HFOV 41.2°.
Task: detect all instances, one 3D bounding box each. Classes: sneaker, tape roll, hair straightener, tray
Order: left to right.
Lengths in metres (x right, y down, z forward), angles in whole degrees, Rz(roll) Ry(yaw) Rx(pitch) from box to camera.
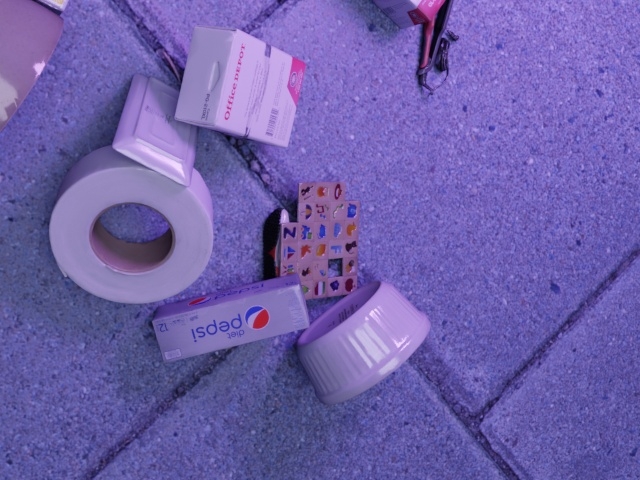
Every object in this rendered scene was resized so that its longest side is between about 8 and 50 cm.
[{"bbox_3d":[-0.333,-0.027,1.516,0.286,0.100,0.286,-4,124,-5],"label":"tape roll"},{"bbox_3d":[-0.277,-0.207,1.498,0.145,0.270,0.030,27,122,-21],"label":"tray"},{"bbox_3d":[-0.071,0.014,1.712,0.075,0.057,0.161,-1,96,-38],"label":"sneaker"},{"bbox_3d":[0.256,-0.417,1.769,0.089,0.047,0.230,4,96,-21],"label":"hair straightener"}]

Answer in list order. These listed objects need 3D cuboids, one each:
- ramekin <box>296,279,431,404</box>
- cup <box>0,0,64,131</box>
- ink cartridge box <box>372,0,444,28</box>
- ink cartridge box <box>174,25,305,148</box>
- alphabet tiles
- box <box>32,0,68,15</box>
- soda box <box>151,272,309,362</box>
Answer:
[{"bbox_3d":[0.072,0.191,1.679,0.273,0.273,0.127,-38,96,-12],"label":"ramekin"},{"bbox_3d":[-0.591,-0.285,1.302,0.237,0.331,0.331,37,84,-30],"label":"cup"},{"bbox_3d":[0.146,-0.507,1.673,0.175,0.127,0.072,38,82,-21],"label":"ink cartridge box"},{"bbox_3d":[-0.141,-0.275,1.548,0.237,0.100,0.172,7,96,-61],"label":"ink cartridge box"},{"bbox_3d":[0.000,0.000,1.722,0.198,0.009,0.237,-4,99,-37],"label":"alphabet tiles"},{"bbox_3d":[-0.452,-0.501,1.458,0.103,0.114,0.203,24,89,-23],"label":"box"},{"bbox_3d":[-0.168,0.146,1.624,0.286,0.098,0.091,-14,102,-1],"label":"soda box"}]
